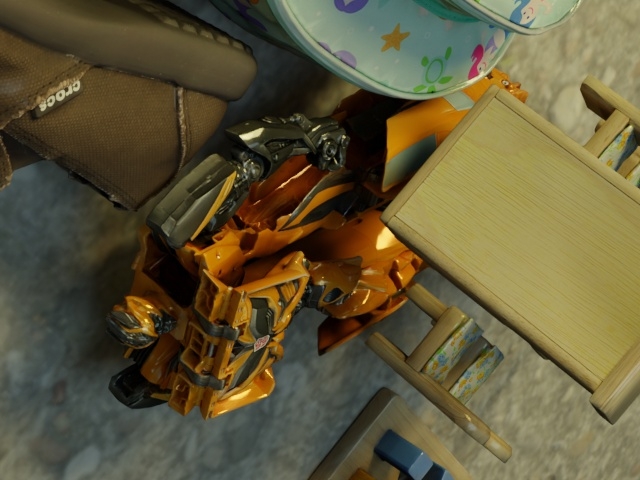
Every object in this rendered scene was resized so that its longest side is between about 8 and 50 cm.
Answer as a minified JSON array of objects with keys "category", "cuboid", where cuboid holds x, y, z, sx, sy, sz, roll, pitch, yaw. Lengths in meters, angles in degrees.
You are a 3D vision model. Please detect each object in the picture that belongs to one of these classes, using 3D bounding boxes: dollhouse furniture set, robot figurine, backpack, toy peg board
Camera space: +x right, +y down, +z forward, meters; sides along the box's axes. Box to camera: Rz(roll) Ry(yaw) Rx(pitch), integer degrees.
[{"category":"dollhouse furniture set","cuboid":[0.152,0.030,0.998,0.212,0.161,0.242,-50,158,-1]},{"category":"robot figurine","cuboid":[0.000,0.000,0.993,0.291,0.085,0.211,-30,150,-38]},{"category":"backpack","cuboid":[0.053,-0.203,0.909,0.225,0.191,0.253,28,96,-48]},{"category":"toy peg board","cuboid":[0.055,0.218,1.200,0.160,0.079,0.161,-50,136,-10]}]

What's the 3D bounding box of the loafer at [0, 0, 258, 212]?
[{"category":"loafer","cuboid":[-0.178,-0.075,0.790,0.366,0.134,0.130,12,105,-46]}]
